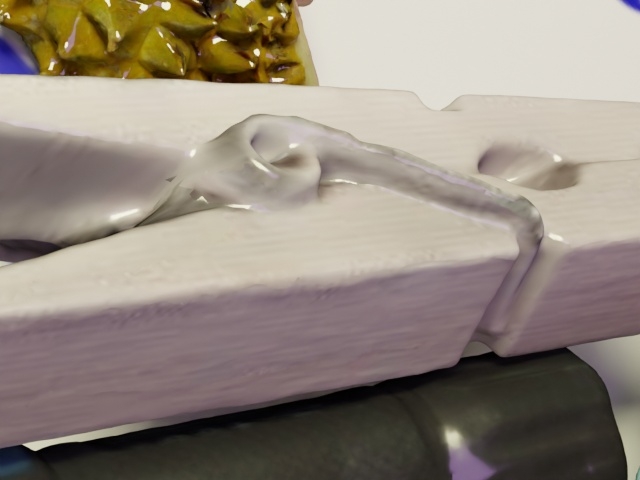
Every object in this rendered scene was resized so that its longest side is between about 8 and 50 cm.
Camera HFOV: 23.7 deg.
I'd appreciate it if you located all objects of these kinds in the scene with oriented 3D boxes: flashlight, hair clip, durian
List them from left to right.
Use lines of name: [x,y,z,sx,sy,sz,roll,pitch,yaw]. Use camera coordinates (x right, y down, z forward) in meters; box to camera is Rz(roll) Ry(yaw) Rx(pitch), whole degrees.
flashlight: [-0.079,0.103,0.499,0.424,0.103,0.103,-8,78,-30]
durian: [-0.042,-0.092,0.583,0.140,0.078,0.224,-34,94,-33]
hair clip: [0.002,-0.004,0.526,0.331,0.085,0.101,-5,43,-30]

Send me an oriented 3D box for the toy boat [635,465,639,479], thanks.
toy boat: [0.229,0.041,0.655,0.145,0.133,0.332,35,48,6]
